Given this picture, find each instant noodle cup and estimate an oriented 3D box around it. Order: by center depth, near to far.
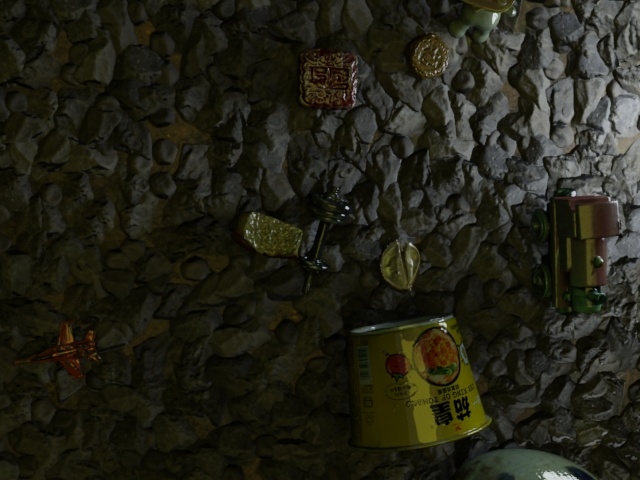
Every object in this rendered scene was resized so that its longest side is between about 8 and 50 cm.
[{"bbox_3d":[0.197,0.306,1.861,0.325,0.325,0.254,-10,87,-8],"label":"instant noodle cup"}]

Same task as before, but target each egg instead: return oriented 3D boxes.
[{"bbox_3d":[0.486,0.649,1.907,0.428,0.345,0.345,32,89,4],"label":"egg"}]

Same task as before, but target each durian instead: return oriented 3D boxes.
[{"bbox_3d":[0.183,0.070,1.944,0.110,0.071,0.140,-16,84,-12],"label":"durian"}]

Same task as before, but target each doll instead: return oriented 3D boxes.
[{"bbox_3d":[0.386,-0.584,1.899,0.155,0.113,0.275,21,91,-3],"label":"doll"}]

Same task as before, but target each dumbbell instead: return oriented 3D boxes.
[{"bbox_3d":[0.000,0.000,1.896,0.110,0.110,0.254,14,98,-10],"label":"dumbbell"}]

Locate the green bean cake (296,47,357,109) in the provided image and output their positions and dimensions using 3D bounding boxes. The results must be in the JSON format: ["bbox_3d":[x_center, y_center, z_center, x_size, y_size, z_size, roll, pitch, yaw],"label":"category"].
[{"bbox_3d":[0.015,-0.363,1.887,0.135,0.056,0.135,1,95,-8],"label":"green bean cake"}]

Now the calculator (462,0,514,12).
[{"bbox_3d":[0.382,-0.609,1.838,0.157,0.033,0.236,23,87,5],"label":"calculator"}]

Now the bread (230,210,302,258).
[{"bbox_3d":[-0.120,-0.006,1.863,0.156,0.125,0.086,19,83,-12],"label":"bread"}]

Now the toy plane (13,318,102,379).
[{"bbox_3d":[-0.580,0.248,1.846,0.188,0.062,0.135,-11,97,6],"label":"toy plane"}]

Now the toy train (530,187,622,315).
[{"bbox_3d":[0.591,0.032,1.931,0.150,0.221,0.304,-5,96,-11],"label":"toy train"}]

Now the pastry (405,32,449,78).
[{"bbox_3d":[0.243,-0.423,1.921,0.097,0.057,0.109,14,95,-16],"label":"pastry"}]
